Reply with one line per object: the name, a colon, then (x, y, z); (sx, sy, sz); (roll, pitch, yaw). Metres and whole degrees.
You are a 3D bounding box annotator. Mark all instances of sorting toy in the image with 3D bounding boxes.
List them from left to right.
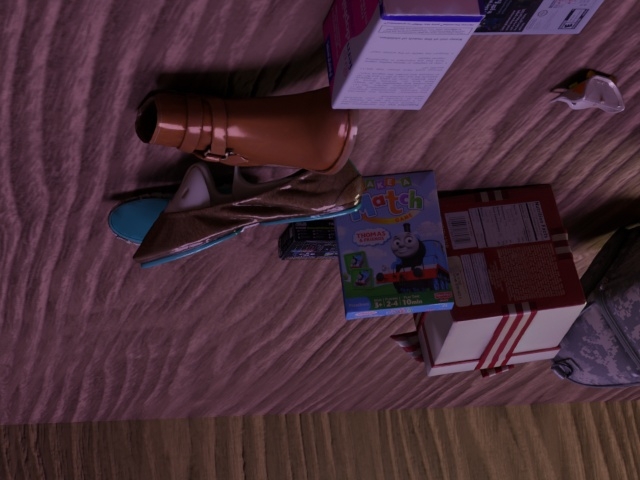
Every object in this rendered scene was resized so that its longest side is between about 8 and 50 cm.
sorting toy: (0.348, -0.191, 1.759); (0.083, 0.044, 0.075); (9, 162, -39)

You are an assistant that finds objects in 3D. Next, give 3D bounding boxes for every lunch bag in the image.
lunch bag: (0.543, 0.110, 2.275); (0.256, 0.212, 0.305); (-30, -168, 44)

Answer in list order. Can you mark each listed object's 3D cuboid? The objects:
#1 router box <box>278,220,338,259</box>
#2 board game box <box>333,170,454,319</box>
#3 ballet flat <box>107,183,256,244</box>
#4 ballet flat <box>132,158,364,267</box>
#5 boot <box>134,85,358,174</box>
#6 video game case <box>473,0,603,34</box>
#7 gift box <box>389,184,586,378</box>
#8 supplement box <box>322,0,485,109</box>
router box: (0.000, 0.000, 2.179); (0.123, 0.038, 0.092); (0, 159, -18)
board game box: (0.104, 0.006, 1.969); (0.160, 0.211, 0.039); (-6, 160, -4)
ballet flat: (-0.191, -0.036, 1.959); (0.241, 0.091, 0.077); (-5, -174, 6)
ballet flat: (-0.112, -0.063, 1.844); (0.343, 0.124, 0.116); (-15, -168, 10)
boot: (-0.091, -0.148, 1.606); (0.220, 0.109, 0.283); (9, 177, -24)
video game case: (0.243, -0.285, 1.485); (0.173, 0.022, 0.190); (-3, 161, -13)
gift box: (0.251, 0.066, 2.156); (0.277, 0.255, 0.258); (-3, 153, -7)
supplement box: (0.084, -0.236, 1.431); (0.114, 0.111, 0.220); (-2, 160, -14)
